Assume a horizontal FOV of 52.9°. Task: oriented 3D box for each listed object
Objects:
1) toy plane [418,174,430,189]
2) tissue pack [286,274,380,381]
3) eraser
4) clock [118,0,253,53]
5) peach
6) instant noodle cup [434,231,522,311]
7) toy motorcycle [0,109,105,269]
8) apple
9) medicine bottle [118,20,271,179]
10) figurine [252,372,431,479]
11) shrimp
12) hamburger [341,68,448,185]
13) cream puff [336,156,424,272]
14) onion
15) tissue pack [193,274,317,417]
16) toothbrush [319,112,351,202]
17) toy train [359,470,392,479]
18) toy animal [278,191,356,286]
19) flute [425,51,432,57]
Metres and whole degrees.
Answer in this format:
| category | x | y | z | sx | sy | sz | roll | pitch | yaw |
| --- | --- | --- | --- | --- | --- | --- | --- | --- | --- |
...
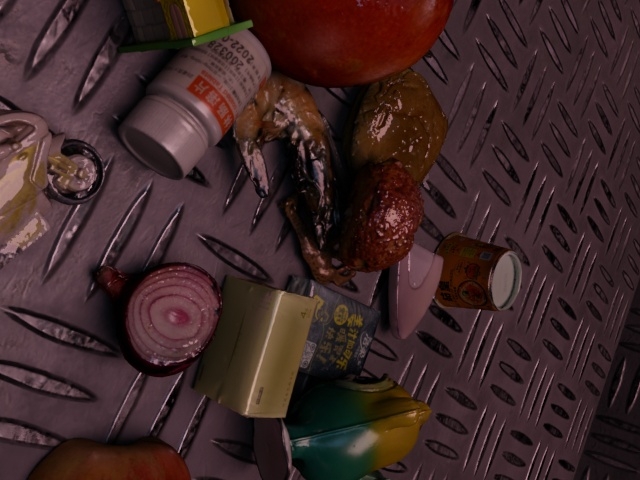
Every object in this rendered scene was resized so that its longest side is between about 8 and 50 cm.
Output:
| category | x | y | z | sx | sy | sz | roll | pitch | yaw |
| --- | --- | --- | --- | --- | --- | --- | --- | --- | --- |
| toy plane | 0.210 | -0.096 | 1.552 | 0.197 | 0.053 | 0.078 | -52 | 122 | -19 |
| tissue pack | 0.011 | 0.202 | 1.389 | 0.257 | 0.081 | 0.185 | 29 | 79 | -45 |
| eraser | 0.213 | 0.123 | 1.595 | 0.204 | 0.059 | 0.243 | 27 | 76 | -46 |
| clock | -0.235 | -0.406 | 0.907 | 0.106 | 0.220 | 0.255 | -33 | 120 | -35 |
| peach | 0.045 | -0.434 | 1.079 | 0.388 | 0.388 | 0.387 | -12 | 107 | -44 |
| instant noodle cup | 0.421 | 0.094 | 1.720 | 0.216 | 0.172 | 0.215 | -11 | 105 | -45 |
| toy motorcycle | -0.453 | -0.071 | 0.836 | 0.340 | 0.108 | 0.222 | -47 | 128 | -31 |
| apple | -0.324 | 0.458 | 1.045 | 0.293 | 0.163 | 0.251 | 16 | 86 | -45 |
| medicine bottle | -0.200 | -0.229 | 1.038 | 0.252 | 0.145 | 0.144 | -54 | 131 | -21 |
| figurine | 0.048 | 0.394 | 1.321 | 0.340 | 0.323 | 0.231 | -5 | 67 | -24 |
| shrimp | -0.065 | -0.144 | 1.213 | 0.233 | 0.071 | 0.364 | -18 | 99 | -44 |
| hamburger | 0.169 | -0.231 | 1.420 | 0.285 | 0.134 | 0.265 | 38 | 69 | -41 |
| cream puff | 0.123 | -0.048 | 1.296 | 0.164 | 0.240 | 0.239 | 8 | 94 | -2 |
| onion | -0.276 | 0.114 | 1.050 | 0.218 | 0.140 | 0.195 | 29 | 67 | -9 |
| tissue pack | -0.121 | 0.196 | 1.196 | 0.125 | 0.159 | 0.234 | 20 | 84 | -46 |
| toothbrush | 0.043 | -0.138 | 1.385 | 0.031 | 0.030 | 0.297 | -40 | 125 | -23 |
| toy train | 0.066 | 0.590 | 1.532 | 0.159 | 0.101 | 0.248 | -54 | 133 | -2 |
| toy animal | -0.003 | 0.009 | 1.355 | 0.276 | 0.054 | 0.149 | 31 | 74 | -44 |
| flute | 0.176 | -0.452 | 1.465 | 0.270 | 0.014 | 0.014 | 2 | 97 | -46 |
